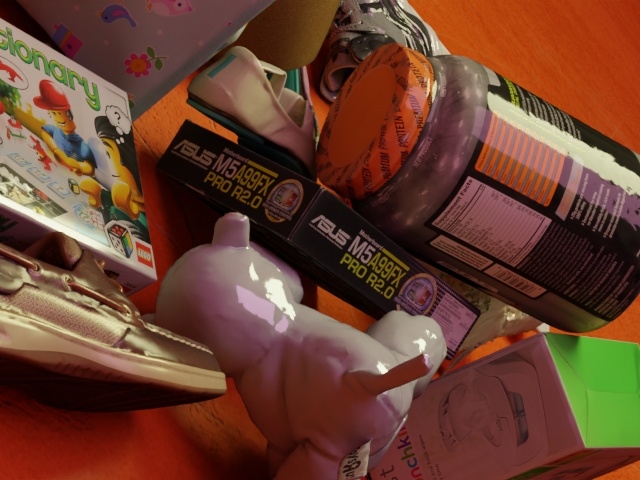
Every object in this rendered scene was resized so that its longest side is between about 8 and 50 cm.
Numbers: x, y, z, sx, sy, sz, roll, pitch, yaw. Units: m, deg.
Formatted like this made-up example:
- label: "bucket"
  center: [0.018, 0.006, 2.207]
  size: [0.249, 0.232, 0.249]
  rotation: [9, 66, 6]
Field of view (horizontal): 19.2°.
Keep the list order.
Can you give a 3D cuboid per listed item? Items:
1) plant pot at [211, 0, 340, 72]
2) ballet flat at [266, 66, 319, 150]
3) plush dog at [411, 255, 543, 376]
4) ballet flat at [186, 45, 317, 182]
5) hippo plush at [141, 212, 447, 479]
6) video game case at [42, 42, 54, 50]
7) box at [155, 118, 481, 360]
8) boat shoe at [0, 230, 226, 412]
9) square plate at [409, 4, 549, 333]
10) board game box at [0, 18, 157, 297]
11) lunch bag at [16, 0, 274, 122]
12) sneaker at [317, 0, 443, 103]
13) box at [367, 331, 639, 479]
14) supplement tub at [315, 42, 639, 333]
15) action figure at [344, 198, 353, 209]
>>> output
- label: "plant pot"
  center: [-0.057, -0.308, 1.923]
  size: [0.237, 0.237, 0.254]
  rotation: [-61, 157, -61]
- label: "ballet flat"
  center: [-0.034, -0.112, 1.991]
  size: [0.079, 0.077, 0.221]
  rotation: [66, 15, -46]
- label: "plush dog"
  center: [0.130, 0.003, 2.096]
  size: [0.225, 0.211, 0.262]
  rotation: [59, -7, 22]
- label: "ballet flat"
  center: [-0.047, -0.117, 1.780]
  size: [0.248, 0.086, 0.086]
  rotation: [43, 27, -67]
- label: "hippo plush"
  center: [-0.048, 0.122, 1.616]
  size: [0.237, 0.234, 0.294]
  rotation: [32, 7, 6]
- label: "video game case"
  center: [-0.246, -0.064, 1.569]
  size: [0.206, 0.026, 0.227]
  rotation: [64, 24, 3]
- label: "box"
  center: [0.000, 0.000, 1.796]
  size: [0.216, 0.060, 0.270]
  rotation: [29, -6, 47]
- label: "boat shoe"
  center: [-0.193, 0.052, 1.419]
  size: [0.342, 0.123, 0.123]
  rotation: [19, 65, -48]
- label: "square plate"
  center: [0.183, -0.087, 2.402]
  size: [0.344, 0.049, 0.347]
  rotation: [49, 27, -27]
- label: "board game box"
  center: [-0.254, -0.086, 1.481]
  size: [0.305, 0.053, 0.193]
  rotation: [29, 40, -49]
- label: "lunch bag"
  center: [-0.137, -0.272, 1.676]
  size: [0.223, 0.262, 0.160]
  rotation: [48, 19, -10]
- label: "sneaker"
  center: [0.024, -0.256, 2.202]
  size: [0.268, 0.101, 0.153]
  rotation: [44, 40, -10]
- label: "box"
  center: [0.198, 0.192, 1.924]
  size: [0.262, 0.231, 0.126]
  rotation: [11, 56, -60]
- label: "supplement tub"
  center: [0.165, -0.053, 1.820]
  size: [0.316, 0.193, 0.193]
  rotation: [28, 38, -23]
- label: "action figure"
  center: [0.038, -0.012, 2.068]
  size: [0.038, 0.030, 0.115]
  rotation: [51, 21, -35]
